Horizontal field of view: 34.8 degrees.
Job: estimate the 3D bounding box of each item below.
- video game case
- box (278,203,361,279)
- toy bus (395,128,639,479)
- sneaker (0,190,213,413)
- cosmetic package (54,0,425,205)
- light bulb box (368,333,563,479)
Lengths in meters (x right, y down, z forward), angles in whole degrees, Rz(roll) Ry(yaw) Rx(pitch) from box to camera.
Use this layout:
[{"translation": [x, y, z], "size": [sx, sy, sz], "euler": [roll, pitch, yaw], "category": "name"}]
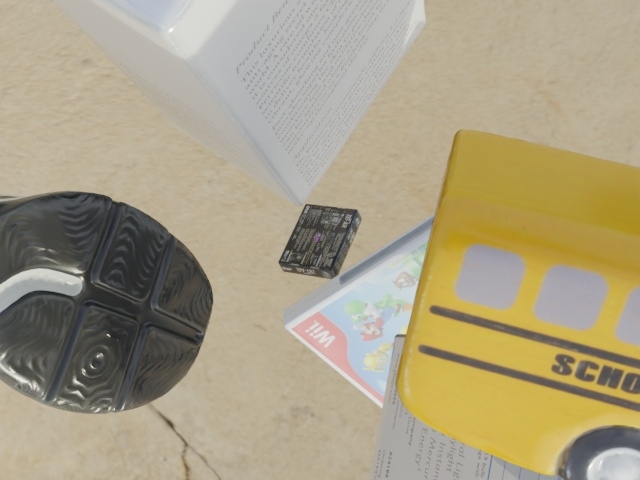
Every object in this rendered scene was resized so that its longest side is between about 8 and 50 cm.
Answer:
[{"translation": [0.133, 0.063, 1.056], "size": [0.285, 0.025, 0.204], "euler": [-33, 126, 19], "category": "video game case"}, {"translation": [0.000, 0.000, 1.113], "size": [0.083, 0.067, 0.018], "euler": [-67, 149, -29], "category": "box"}, {"translation": [0.206, 0.057, 0.452], "size": [0.333, 0.108, 0.130], "euler": [14, 118, 6], "category": "toy bus"}, {"translation": [-0.304, 0.007, 0.801], "size": [0.448, 0.258, 0.169], "euler": [20, 88, -50], "category": "sneaker"}, {"translation": [-0.052, -0.202, 0.792], "size": [0.162, 0.453, 0.230], "euler": [33, 85, 12], "category": "cosmetic package"}, {"translation": [0.199, 0.262, 0.756], "size": [0.225, 0.361, 0.357], "euler": [15, 79, -23], "category": "light bulb box"}]
